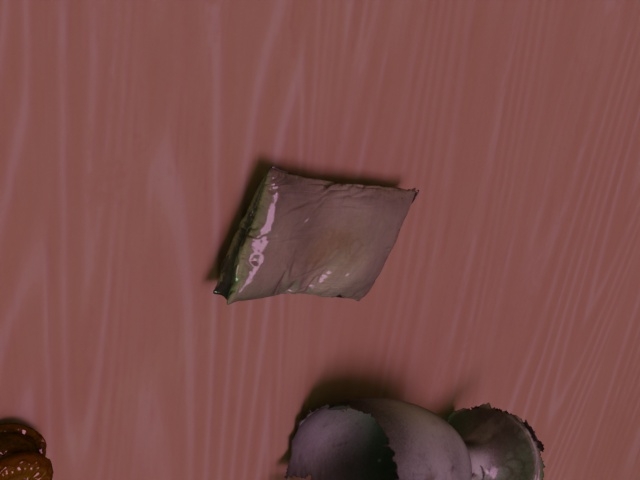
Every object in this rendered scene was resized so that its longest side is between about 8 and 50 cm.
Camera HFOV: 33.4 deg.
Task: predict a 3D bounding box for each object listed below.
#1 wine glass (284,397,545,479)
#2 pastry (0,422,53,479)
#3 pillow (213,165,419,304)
[{"bbox_3d":[0.121,0.289,1.349,0.357,0.190,0.190,6,114,-49],"label":"wine glass"},{"bbox_3d":[-0.297,0.221,0.987,0.109,0.057,0.097,-26,136,-27],"label":"pastry"},{"bbox_3d":[0.000,0.000,1.119,0.230,0.050,0.148,3,121,-48],"label":"pillow"}]
